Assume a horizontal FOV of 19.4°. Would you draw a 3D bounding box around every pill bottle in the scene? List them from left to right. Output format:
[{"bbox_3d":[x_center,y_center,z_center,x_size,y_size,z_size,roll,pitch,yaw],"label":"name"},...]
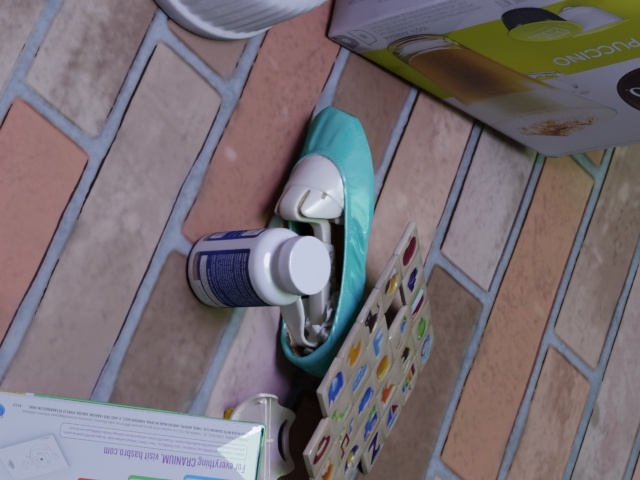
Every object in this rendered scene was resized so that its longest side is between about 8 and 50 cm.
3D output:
[{"bbox_3d":[-0.051,0.023,1.594,0.067,0.120,0.067,4,85,-45],"label":"pill bottle"}]

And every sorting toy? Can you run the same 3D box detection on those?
[{"bbox_3d":[-0.046,0.177,1.649,0.075,0.045,0.083,8,81,-53],"label":"sorting toy"}]

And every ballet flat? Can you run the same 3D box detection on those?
[{"bbox_3d":[0.000,0.000,1.673,0.087,0.083,0.247,2,87,-51],"label":"ballet flat"}]

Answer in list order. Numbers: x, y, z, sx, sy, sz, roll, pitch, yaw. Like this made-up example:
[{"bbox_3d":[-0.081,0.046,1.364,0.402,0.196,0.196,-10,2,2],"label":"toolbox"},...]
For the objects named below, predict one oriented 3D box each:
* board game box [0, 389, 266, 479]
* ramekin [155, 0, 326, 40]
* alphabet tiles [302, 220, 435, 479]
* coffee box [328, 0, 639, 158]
[{"bbox_3d":[-0.180,0.279,1.396,0.242,0.064,0.317,9,79,-10],"label":"board game box"},{"bbox_3d":[-0.058,-0.281,1.617,0.207,0.109,0.207,3,85,-46],"label":"ramekin"},{"bbox_3d":[0.046,0.130,1.702,0.237,0.009,0.198,-60,155,-30],"label":"alphabet tiles"},{"bbox_3d":[0.265,-0.305,1.772,0.334,0.337,0.338,26,69,-36],"label":"coffee box"}]
